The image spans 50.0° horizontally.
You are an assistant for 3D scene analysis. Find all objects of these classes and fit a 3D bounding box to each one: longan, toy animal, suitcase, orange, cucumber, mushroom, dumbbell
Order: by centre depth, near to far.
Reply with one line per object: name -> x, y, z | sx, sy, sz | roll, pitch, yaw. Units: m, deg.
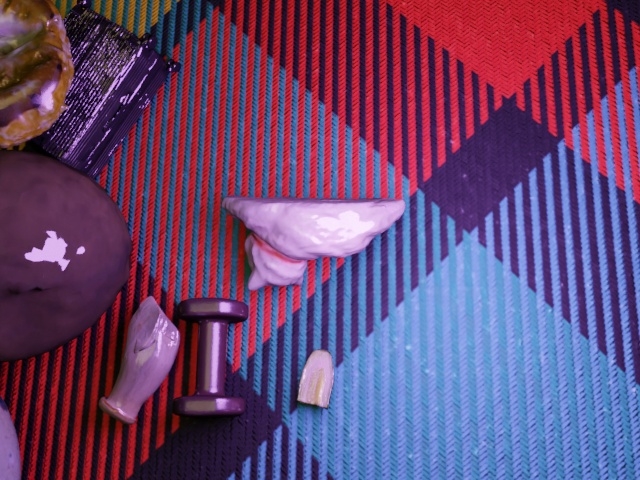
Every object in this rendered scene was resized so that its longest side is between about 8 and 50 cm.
longan -> -0.589, 0.029, 1.279 | 0.435, 0.404, 0.405 | -7, 74, 7
dumbbell -> -0.208, 0.224, 1.306 | 0.140, 0.124, 0.226 | -3, 75, 8
cucumber -> -0.001, 0.263, 1.307 | 0.067, 0.035, 0.108 | 6, 71, 22
orange -> -0.606, -0.334, 1.323 | 0.270, 0.210, 0.369 | -14, 71, 1
toy animal -> 0.000, 0.000, 1.324 | 0.307, 0.266, 0.188 | -1, 89, -34
mushroom -> -0.345, 0.237, 1.343 | 0.108, 0.096, 0.247 | 22, 82, -12
suitcase -> -0.502, -0.323, 1.489 | 0.229, 0.152, 0.335 | 32, 85, 18

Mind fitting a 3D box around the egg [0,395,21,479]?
egg -> -0.731, 0.394, 1.238 | 0.345, 0.345, 0.428 | -40, 85, -2
